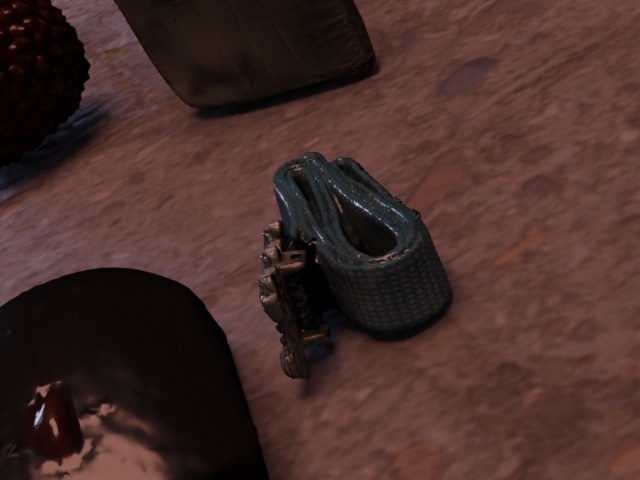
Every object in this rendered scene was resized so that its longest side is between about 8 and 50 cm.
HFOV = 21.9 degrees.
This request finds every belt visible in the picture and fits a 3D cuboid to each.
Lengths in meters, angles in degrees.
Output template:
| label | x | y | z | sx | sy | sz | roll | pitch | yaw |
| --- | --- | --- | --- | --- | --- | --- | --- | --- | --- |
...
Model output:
| label | x | y | z | sx | sy | sz | roll | pitch | yaw |
| --- | --- | --- | --- | --- | --- | --- | --- | --- | --- |
| belt | 0.001 | 0.004 | 0.903 | 0.100 | 0.065 | 0.179 | -22 | 23 | -7 |

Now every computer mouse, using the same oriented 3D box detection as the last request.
| label | x | y | z | sx | sy | sz | roll | pitch | yaw |
| --- | --- | --- | --- | --- | --- | --- | --- | --- | --- |
| computer mouse | -0.124 | 0.086 | 0.825 | 0.170 | 0.100 | 0.269 | -31 | 25 | -1 |

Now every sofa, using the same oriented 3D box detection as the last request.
| label | x | y | z | sx | sy | sz | roll | pitch | yaw |
| --- | --- | --- | --- | --- | --- | --- | --- | --- | --- |
| sofa | -0.047 | -0.237 | 1.229 | 0.176 | 0.210 | 0.225 | -14 | 28 | 31 |

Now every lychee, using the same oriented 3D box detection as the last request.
| label | x | y | z | sx | sy | sz | roll | pitch | yaw |
| --- | --- | --- | --- | --- | --- | --- | --- | --- | --- |
| lychee | -0.276 | -0.140 | 1.322 | 0.188 | 0.188 | 0.188 | -22 | 26 | 12 |
